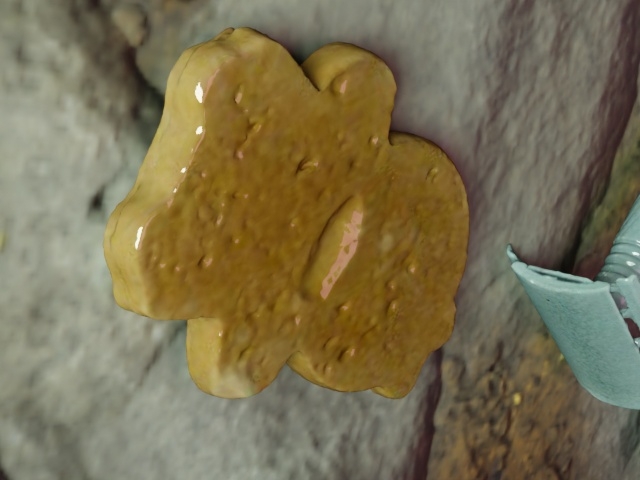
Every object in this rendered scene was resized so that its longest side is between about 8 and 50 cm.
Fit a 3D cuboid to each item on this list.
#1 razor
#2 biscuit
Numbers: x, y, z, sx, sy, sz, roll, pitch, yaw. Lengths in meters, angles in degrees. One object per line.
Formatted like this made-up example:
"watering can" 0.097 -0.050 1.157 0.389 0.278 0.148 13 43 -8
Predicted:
"razor" 0.183 -0.039 0.594 0.232 0.068 0.106 -57 137 -20
"biscuit" -0.001 -0.006 0.435 0.184 0.027 0.133 7 99 -49
